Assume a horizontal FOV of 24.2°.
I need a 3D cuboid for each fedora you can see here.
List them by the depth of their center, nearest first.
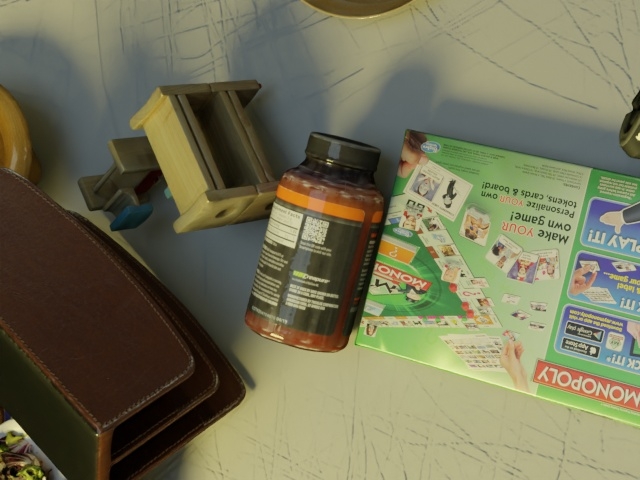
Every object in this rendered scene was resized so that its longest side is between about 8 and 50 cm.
[{"bbox_3d":[-0.370,-0.087,1.642,0.194,0.079,0.194,-5,81,33],"label":"fedora"}]

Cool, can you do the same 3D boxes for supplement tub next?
[{"bbox_3d":[0.000,0.000,1.418,0.106,0.106,0.198,19,98,28],"label":"supplement tub"}]

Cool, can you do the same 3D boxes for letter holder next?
[{"bbox_3d":[-0.227,0.066,1.455,0.302,0.214,0.152,43,148,21],"label":"letter holder"}]

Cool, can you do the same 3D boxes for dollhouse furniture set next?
[{"bbox_3d":[-0.131,-0.057,1.506,0.183,0.129,0.129,-41,67,45],"label":"dollhouse furniture set"}]

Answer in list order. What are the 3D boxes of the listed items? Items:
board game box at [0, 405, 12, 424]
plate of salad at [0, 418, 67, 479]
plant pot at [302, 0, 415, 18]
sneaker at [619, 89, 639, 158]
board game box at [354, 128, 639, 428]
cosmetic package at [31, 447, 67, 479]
[{"bbox_3d":[-0.433,0.258,1.554,0.078,0.233,0.347,10,90,28],"label":"board game box"},{"bbox_3d":[-0.293,0.274,1.492,0.200,0.048,0.200,-3,83,28],"label":"plate of salad"},{"bbox_3d":[0.052,-0.332,1.470,0.236,0.032,0.236,-3,84,27],"label":"plant pot"},{"bbox_3d":[0.363,-0.168,1.272,0.106,0.101,0.267,32,96,-1],"label":"sneaker"},{"bbox_3d":[0.199,0.033,1.350,0.317,0.046,0.213,15,93,28],"label":"board game box"},{"bbox_3d":[-0.230,0.317,1.527,0.117,0.085,0.231,-42,69,18],"label":"cosmetic package"}]
